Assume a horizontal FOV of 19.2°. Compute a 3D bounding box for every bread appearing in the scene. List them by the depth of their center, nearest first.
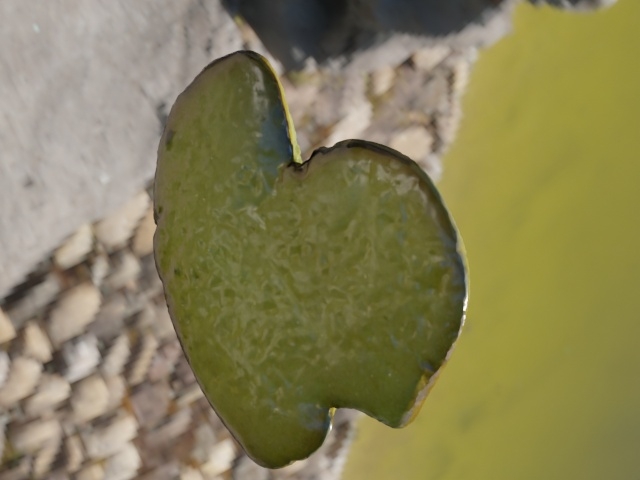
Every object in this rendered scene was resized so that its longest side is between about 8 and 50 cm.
[{"bbox_3d":[0.000,0.000,0.850,0.149,0.188,0.065,-28,164,30],"label":"bread"}]
